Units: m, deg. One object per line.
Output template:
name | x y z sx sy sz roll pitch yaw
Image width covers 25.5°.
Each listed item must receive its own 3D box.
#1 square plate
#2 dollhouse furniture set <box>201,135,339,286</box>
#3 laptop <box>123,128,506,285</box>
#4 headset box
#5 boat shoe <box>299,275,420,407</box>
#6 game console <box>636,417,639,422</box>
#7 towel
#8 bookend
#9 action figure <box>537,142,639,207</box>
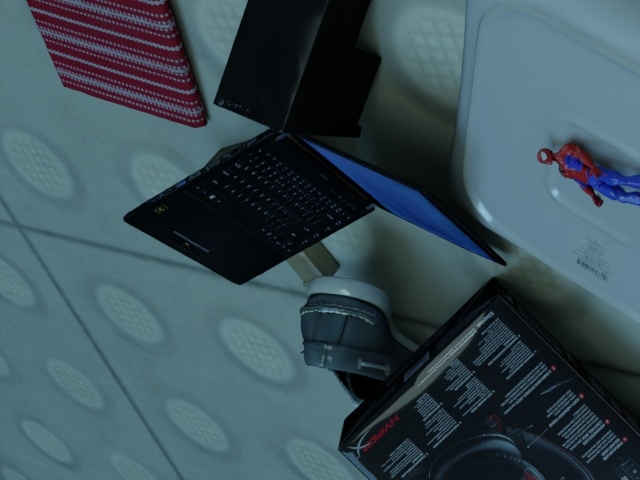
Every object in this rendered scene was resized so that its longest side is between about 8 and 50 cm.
square plate | 0.237 -0.054 1.113 0.347 0.049 0.344 35 149 24
dollhouse furniture set | -0.036 -0.008 1.469 0.182 0.101 0.161 51 148 -20
laptop | 0.000 0.000 1.311 0.234 0.264 0.136 36 -152 -60
headset box | 0.196 0.218 1.378 0.293 0.218 0.110 44 -171 -3
boat shoe | 0.043 0.140 1.514 0.116 0.099 0.319 5 157 16
game console | 0.266 0.228 1.482 0.085 0.124 0.144 54 161 35
towel | -0.223 -0.238 1.436 0.199 0.031 0.275 19 147 27
bookend | -0.002 -0.174 1.218 0.072 0.156 0.157 25 103 23
action figure | 0.213 -0.046 1.076 0.115 0.030 0.038 30 152 35
